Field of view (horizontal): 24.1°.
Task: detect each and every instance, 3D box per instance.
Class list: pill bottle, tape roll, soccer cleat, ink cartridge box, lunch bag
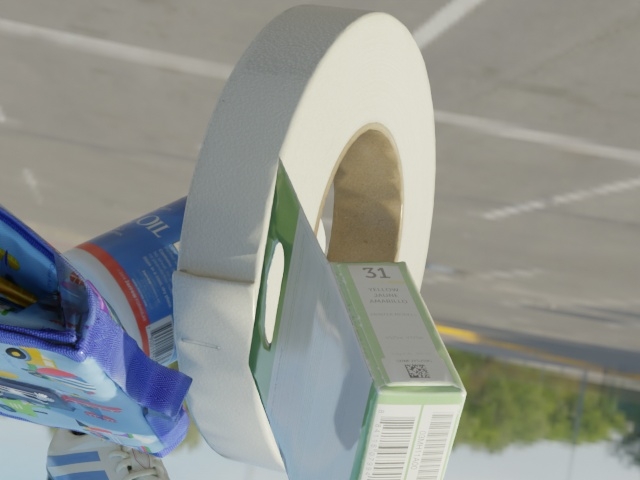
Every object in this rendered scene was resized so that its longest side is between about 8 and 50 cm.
[{"bbox_3d":[-0.107,0.025,1.280,0.221,0.124,0.124,-27,-160,-34],"label":"pill bottle"},{"bbox_3d":[0.000,0.000,1.239,0.072,0.392,0.392,10,177,21],"label":"tape roll"},{"bbox_3d":[-0.227,0.288,1.756,0.116,0.143,0.331,9,-164,-40],"label":"soccer cleat"},{"bbox_3d":[0.012,0.081,0.888,0.056,0.171,0.235,1,-146,-14],"label":"ink cartridge box"},{"bbox_3d":[-0.205,0.036,0.912,0.293,0.138,0.221,22,161,17],"label":"lunch bag"}]
